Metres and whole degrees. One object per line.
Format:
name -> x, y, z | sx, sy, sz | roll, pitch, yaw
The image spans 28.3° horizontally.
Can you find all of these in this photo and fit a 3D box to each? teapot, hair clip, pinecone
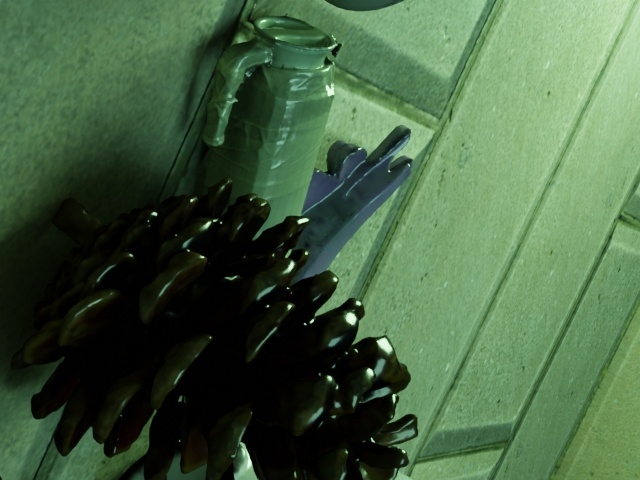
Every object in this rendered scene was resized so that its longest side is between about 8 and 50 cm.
teapot -> -0.055, -0.073, 0.994 | 0.107, 0.077, 0.200 | -11, 126, -44
hair clip -> -0.014, -0.003, 1.137 | 0.278, 0.090, 0.137 | -56, 154, -25
pinecone -> -0.072, 0.088, 0.893 | 0.244, 0.309, 0.244 | -46, 171, -10

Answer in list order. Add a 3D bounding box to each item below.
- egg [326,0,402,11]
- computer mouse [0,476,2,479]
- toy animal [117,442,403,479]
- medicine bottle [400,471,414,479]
egg -> 0.053, -0.262, 0.922 | 0.199, 0.146, 0.146 | -58, 155, 7
computer mouse -> -0.220, 0.250, 0.855 | 0.086, 0.137, 0.270 | -25, 104, -19
toy animal -> -0.044, 0.262, 1.178 | 0.310, 0.251, 0.251 | -1, 116, -61
medicine bottle -> 0.044, 0.355, 1.546 | 0.179, 0.124, 0.324 | -60, 156, -6
